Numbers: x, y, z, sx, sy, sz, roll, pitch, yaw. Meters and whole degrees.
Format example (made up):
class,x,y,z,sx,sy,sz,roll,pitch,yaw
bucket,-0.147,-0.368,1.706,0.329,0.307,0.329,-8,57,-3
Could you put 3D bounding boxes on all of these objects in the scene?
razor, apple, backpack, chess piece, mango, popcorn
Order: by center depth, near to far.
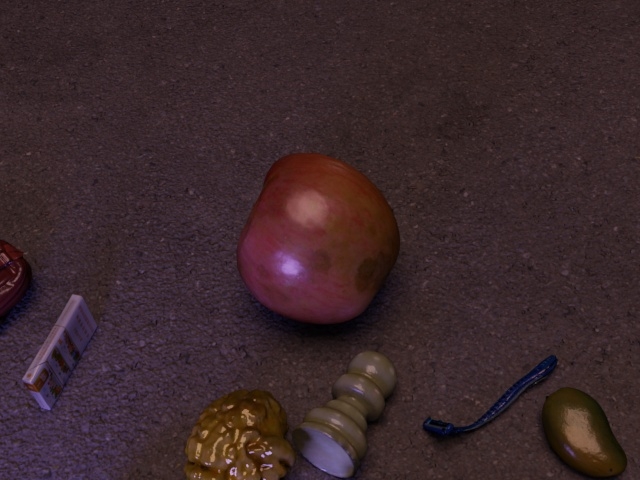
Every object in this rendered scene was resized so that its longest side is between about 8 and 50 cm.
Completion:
class,x,y,z,sx,sy,sz,roll,pitch,yaw
popcorn,-0.141,0.391,1.516,0.203,0.200,0.226,10,10,38
mango,0.504,0.373,1.562,0.122,0.086,0.191,-12,50,-10
chess piece,0.068,0.330,1.610,0.144,0.144,0.251,22,49,21
razor,0.364,0.325,1.640,0.324,0.093,0.056,-25,93,-20
apple,0.000,0.000,1.744,0.363,0.364,0.364,-2,50,3
backpack,-0.776,0.092,1.852,0.229,0.139,0.229,-4,53,6

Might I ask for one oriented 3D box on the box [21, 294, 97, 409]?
class,x,y,z,sx,sy,sz,roll,pitch,yaw
box,-0.556,0.238,1.728,0.032,0.122,0.220,11,52,14
